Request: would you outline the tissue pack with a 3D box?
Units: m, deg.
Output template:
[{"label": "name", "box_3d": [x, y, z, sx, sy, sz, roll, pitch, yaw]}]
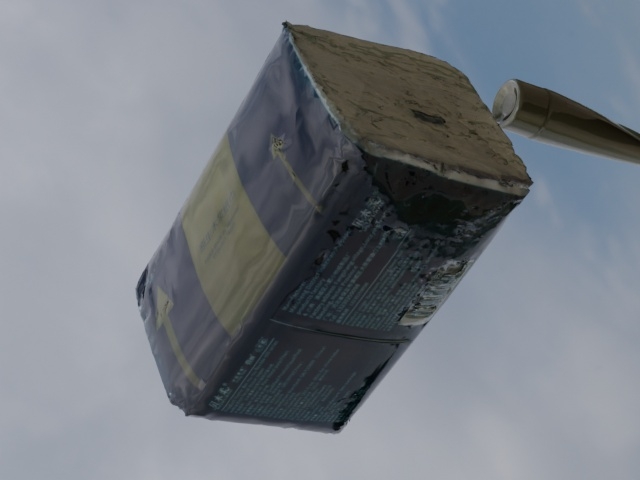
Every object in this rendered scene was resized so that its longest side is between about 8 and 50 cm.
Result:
[{"label": "tissue pack", "box_3d": [0.000, 0.000, 1.402, 0.264, 0.416, 0.253, 10, -143, -33]}]

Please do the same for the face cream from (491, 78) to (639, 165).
[{"label": "face cream", "box_3d": [0.437, -0.175, 2.018, 0.341, 0.084, 0.137, 15, -157, -24]}]
